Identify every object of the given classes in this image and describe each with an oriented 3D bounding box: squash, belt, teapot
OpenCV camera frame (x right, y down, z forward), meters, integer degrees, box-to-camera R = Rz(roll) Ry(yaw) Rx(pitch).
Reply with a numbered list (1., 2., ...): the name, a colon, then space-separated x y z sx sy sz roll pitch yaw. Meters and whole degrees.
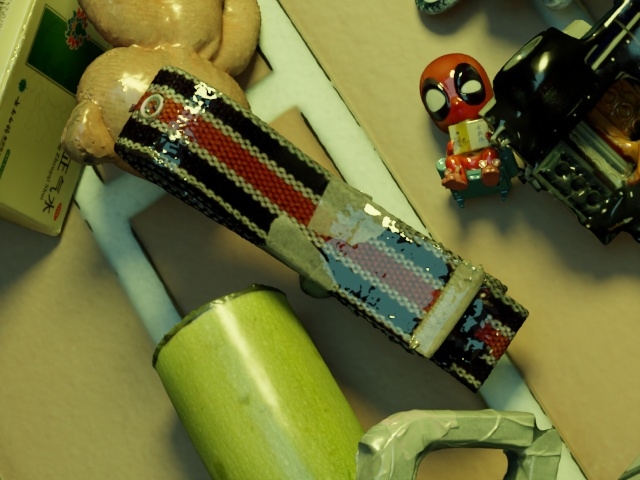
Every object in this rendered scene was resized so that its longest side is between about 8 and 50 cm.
1. squash: -0.027 0.170 1.370 0.132 0.132 0.247 -34 70 6
2. belt: 0.000 -0.011 1.355 0.359 0.126 0.094 34 91 -2
3. teapot: 0.101 0.241 1.257 0.178 0.163 0.222 16 103 -23

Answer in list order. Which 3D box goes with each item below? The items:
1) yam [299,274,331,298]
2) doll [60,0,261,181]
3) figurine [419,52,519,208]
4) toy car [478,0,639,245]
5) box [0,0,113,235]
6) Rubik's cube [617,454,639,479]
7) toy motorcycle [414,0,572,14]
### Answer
1. yam: 0.000 0.000 1.447 0.043 0.043 0.094 -6 75 15
2. doll: -0.149 -0.186 1.490 0.156 0.201 0.303 -24 61 48
3. figurine: 0.125 -0.099 1.420 0.068 0.075 0.140 -14 63 14
4. toy car: 0.284 -0.142 1.353 0.301 0.118 0.193 -45 98 -1
5. box: -0.272 -0.130 1.491 0.095 0.168 0.212 15 82 22
6. Rubik's cube: 0.320 0.205 1.253 0.228 0.233 0.229 -8 116 -22
7. toy motorcycle: 0.178 -0.271 1.410 0.254 0.092 0.136 -12 56 48
